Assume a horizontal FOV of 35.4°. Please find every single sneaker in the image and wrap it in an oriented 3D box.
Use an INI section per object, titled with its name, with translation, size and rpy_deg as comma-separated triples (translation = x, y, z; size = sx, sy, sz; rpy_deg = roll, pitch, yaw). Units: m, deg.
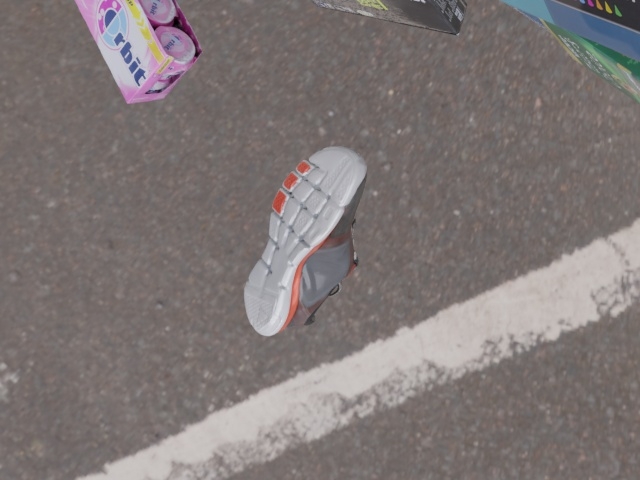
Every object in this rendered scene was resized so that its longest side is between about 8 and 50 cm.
[sneaker]
translation = 0.000, 0.000, 0.713
size = 0.061, 0.065, 0.157
rpy_deg = 56, 130, 37

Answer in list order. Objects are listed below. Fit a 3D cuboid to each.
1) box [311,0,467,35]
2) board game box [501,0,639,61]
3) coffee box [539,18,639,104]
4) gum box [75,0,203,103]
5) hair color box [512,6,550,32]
[box]
translation = 0.050, -0.284, 1.089
size = 0.184, 0.191, 0.045
rpy_deg = 19, 91, 21
[board game box]
translation = 0.231, -0.181, 0.341
size = 0.336, 0.253, 0.079
rpy_deg = -31, 114, 3
[coffee box]
translation = 0.275, -0.156, 0.886
size = 0.040, 0.113, 0.184
rpy_deg = -50, 52, 10
[gum box]
translation = -0.232, -0.274, 1.267
size = 0.107, 0.062, 0.188
rpy_deg = -38, 76, 44
[hair color box]
translation = 0.303, -0.289, 1.067
size = 0.347, 0.105, 0.173
rpy_deg = 42, 106, 25
